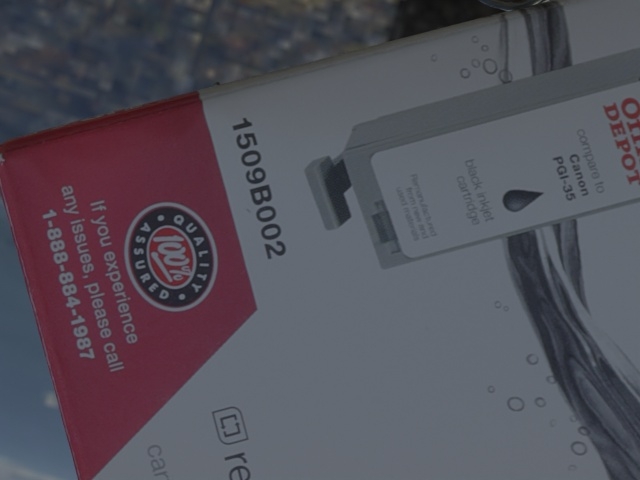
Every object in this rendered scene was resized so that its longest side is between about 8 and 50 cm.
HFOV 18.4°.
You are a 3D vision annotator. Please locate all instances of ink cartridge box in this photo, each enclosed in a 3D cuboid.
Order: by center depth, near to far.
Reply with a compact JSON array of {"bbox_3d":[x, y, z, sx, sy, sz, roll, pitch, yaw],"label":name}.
[{"bbox_3d":[0.061,0.033,0.641,0.283,0.207,0.117,-15,178,-3],"label":"ink cartridge box"}]

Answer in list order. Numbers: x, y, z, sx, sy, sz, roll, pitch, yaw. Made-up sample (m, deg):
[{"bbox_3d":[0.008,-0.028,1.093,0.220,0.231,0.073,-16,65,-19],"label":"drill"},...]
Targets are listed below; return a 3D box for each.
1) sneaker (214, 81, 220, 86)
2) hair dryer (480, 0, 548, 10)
[{"bbox_3d":[0.000,0.000,0.855,0.121,0.112,0.299,15,-177,6],"label":"sneaker"},{"bbox_3d":[0.068,-0.283,0.993,0.224,0.293,0.080,19,-172,-20],"label":"hair dryer"}]
